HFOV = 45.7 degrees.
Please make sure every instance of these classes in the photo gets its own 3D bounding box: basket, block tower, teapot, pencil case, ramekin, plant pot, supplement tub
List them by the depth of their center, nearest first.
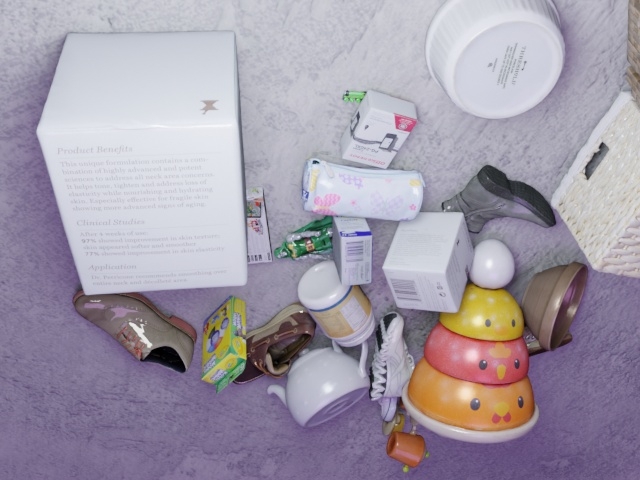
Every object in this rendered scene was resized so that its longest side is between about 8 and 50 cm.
[{"bbox_3d":[0.654,-0.425,1.467,0.097,0.091,0.336,-13,132,5],"label":"block tower"},{"bbox_3d":[0.345,-0.358,1.470,0.272,0.127,0.273,-3,132,-3],"label":"ramekin"},{"bbox_3d":[0.753,-0.097,1.660,0.331,0.267,0.328,10,129,-17],"label":"basket"},{"bbox_3d":[0.089,-0.113,1.678,0.272,0.113,0.124,6,117,-11],"label":"pencil case"},{"bbox_3d":[0.044,0.160,1.899,0.144,0.144,0.200,-22,131,14],"label":"supplement tub"},{"bbox_3d":[0.586,0.154,1.941,0.109,0.237,0.237,24,141,30],"label":"plant pot"},{"bbox_3d":[0.003,0.375,2.074,0.255,0.187,0.253,-23,156,-20],"label":"teapot"}]

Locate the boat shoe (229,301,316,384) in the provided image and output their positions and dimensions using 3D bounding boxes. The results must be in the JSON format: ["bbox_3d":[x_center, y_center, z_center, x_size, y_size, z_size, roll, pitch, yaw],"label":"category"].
[{"bbox_3d":[-0.134,0.304,2.025,0.342,0.123,0.123,-38,125,26],"label":"boat shoe"}]

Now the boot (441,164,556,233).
[{"bbox_3d":[0.417,-0.070,1.785,0.246,0.084,0.161,27,131,-20],"label":"boot"}]

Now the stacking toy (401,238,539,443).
[{"bbox_3d":[0.393,0.229,1.904,0.350,0.351,0.480,1,106,-7],"label":"stacking toy"}]

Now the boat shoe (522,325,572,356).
[{"bbox_3d":[0.550,0.282,2.114,0.285,0.089,0.104,-20,157,15],"label":"boat shoe"}]

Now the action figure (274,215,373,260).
[{"bbox_3d":[0.000,0.000,1.803,0.232,0.063,0.137,-17,121,5],"label":"action figure"}]

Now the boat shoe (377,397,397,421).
[{"bbox_3d":[0.190,0.432,2.217,0.075,0.083,0.226,8,120,1],"label":"boat shoe"}]

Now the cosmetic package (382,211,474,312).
[{"bbox_3d":[0.255,0.047,1.763,0.151,0.184,0.151,3,140,27],"label":"cosmetic package"}]

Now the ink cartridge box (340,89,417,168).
[{"bbox_3d":[0.120,-0.229,1.592,0.109,0.063,0.150,11,138,-19],"label":"ink cartridge box"}]

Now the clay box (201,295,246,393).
[{"bbox_3d":[-0.243,0.262,1.909,0.053,0.222,0.127,30,123,-28],"label":"clay box"}]

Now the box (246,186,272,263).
[{"bbox_3d":[-0.178,-0.030,1.776,0.114,0.036,0.207,-5,132,-1],"label":"box"}]

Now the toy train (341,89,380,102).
[{"bbox_3d":[0.086,-0.298,1.574,0.083,0.017,0.024,3,122,-9],"label":"toy train"}]

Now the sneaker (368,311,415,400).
[{"bbox_3d":[0.202,0.315,2.063,0.118,0.110,0.292,5,124,-2],"label":"sneaker"}]

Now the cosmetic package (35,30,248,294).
[{"bbox_3d":[-0.310,-0.149,1.459,0.329,0.328,0.394,-2,133,-4],"label":"cosmetic package"}]

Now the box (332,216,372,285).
[{"bbox_3d":[0.070,0.014,1.705,0.072,0.137,0.126,-5,119,-7],"label":"box"}]

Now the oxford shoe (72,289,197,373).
[{"bbox_3d":[-0.463,0.227,1.916,0.348,0.130,0.123,27,124,-27],"label":"oxford shoe"}]

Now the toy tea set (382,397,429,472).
[{"bbox_3d":[0.301,0.511,2.213,0.124,0.200,0.336,21,122,-12],"label":"toy tea set"}]

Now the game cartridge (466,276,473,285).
[{"bbox_3d":[0.404,0.110,1.978,0.083,0.017,0.056,24,129,-25],"label":"game cartridge"}]
